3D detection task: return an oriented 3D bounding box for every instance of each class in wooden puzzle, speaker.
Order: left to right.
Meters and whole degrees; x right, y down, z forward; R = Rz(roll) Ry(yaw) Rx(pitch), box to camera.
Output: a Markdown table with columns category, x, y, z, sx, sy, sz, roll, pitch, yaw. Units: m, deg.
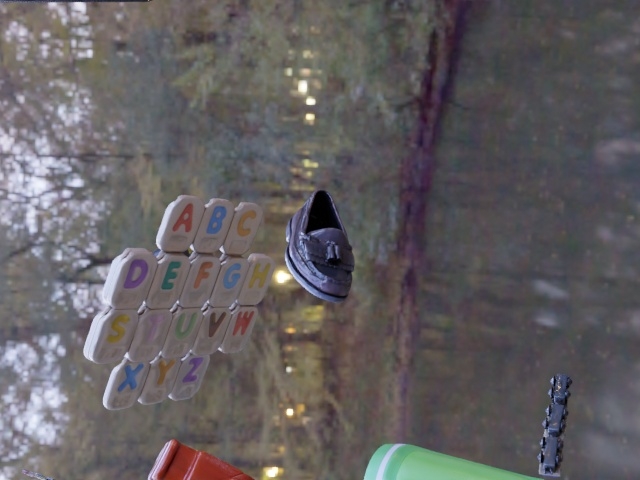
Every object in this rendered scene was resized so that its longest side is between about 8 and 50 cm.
| category | x | y | z | sx | sy | sz | roll | pitch | yaw |
| --- | --- | --- | --- | --- | --- | --- | --- | --- | --- |
| wooden puzzle | -0.420 | 0.358 | 1.459 | 0.083 | 0.049 | 0.006 | 88 | -161 | -69 |
| speaker | 0.216 | 0.388 | 1.423 | 0.131 | 0.296 | 0.131 | -20 | -66 | -55 |

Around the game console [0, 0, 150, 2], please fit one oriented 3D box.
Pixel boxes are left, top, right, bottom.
| category | x | y | z | sx | sy | sz | roll | pitch | yaw |
| --- | --- | --- | --- | --- | --- | --- | --- | --- | --- |
| game console | -0.439 | -0.514 | 1.415 | 0.060 | 0.386 | 0.342 | -83 | -8 | -51 |

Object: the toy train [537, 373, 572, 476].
| category | x | y | z | sx | sy | sz | roll | pitch | yaw |
| --- | --- | --- | --- | --- | --- | --- | --- | --- | --- |
| toy train | 0.271 | 0.215 | 1.113 | 0.158 | 0.027 | 0.036 | -62 | -30 | -51 |

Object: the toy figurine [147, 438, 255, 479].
| category | x | y | z | sx | sy | sz | roll | pitch | yaw |
| --- | --- | --- | --- | --- | --- | --- | --- | --- | --- |
| toy figurine | -0.107 | 0.292 | 0.761 | 0.213 | 0.148 | 0.209 | -58 | 8 | 19 |

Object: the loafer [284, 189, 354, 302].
| category | x | y | z | sx | sy | sz | roll | pitch | yaw |
| --- | --- | --- | --- | --- | --- | --- | --- | --- | --- |
| loafer | 0.000 | 0.000 | 1.648 | 0.302 | 0.109 | 0.095 | -110 | 42 | -65 |

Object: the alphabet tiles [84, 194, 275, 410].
| category | x | y | z | sx | sy | sz | roll | pitch | yaw |
| --- | --- | --- | --- | --- | --- | --- | --- | --- | --- |
| alphabet tiles | -0.163 | 0.080 | 1.188 | 0.284 | 0.021 | 0.278 | 4 | -71 | -56 |

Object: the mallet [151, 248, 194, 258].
| category | x | y | z | sx | sy | sz | roll | pitch | yaw |
| --- | --- | --- | --- | --- | --- | --- | --- | --- | --- |
| mallet | -0.207 | 0.012 | 1.563 | 0.039 | 0.062 | 0.189 | 63 | -154 | 1 |
